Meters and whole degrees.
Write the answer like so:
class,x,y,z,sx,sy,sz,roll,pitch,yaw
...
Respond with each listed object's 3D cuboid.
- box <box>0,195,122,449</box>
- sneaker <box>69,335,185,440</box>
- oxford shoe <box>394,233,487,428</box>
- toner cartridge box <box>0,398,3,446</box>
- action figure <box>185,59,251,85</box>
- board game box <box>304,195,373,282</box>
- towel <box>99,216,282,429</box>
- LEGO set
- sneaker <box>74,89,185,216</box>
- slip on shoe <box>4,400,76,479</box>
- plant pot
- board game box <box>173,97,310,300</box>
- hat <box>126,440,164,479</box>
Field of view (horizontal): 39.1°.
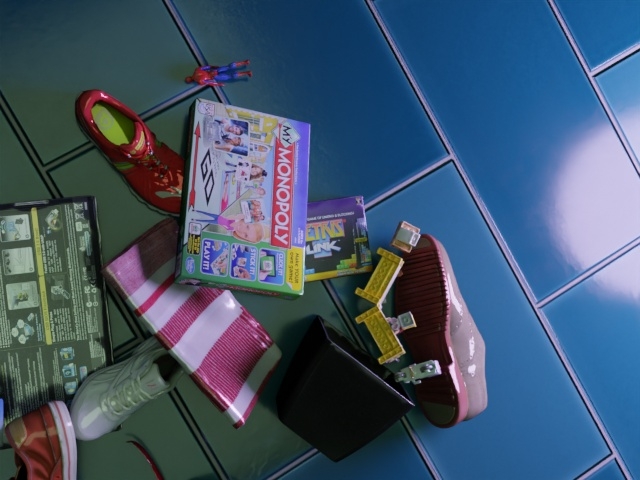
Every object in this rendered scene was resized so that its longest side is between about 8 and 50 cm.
class,x,y,z,sx,sy,sz,roll,pitch,yaw
box,-0.504,0.137,1.467,0.318,0.097,0.394,-7,90,-16
sneaker,-0.294,0.227,1.421,0.232,0.115,0.090,-43,109,-28
oxford shoe,0.227,0.160,1.651,0.130,0.123,0.348,-3,85,-43
toner cartridge box,-0.655,0.269,1.309,0.348,0.165,0.075,-1,89,21
action figure,-0.181,-0.293,1.593,0.115,0.030,0.038,-10,85,-9
board game box,0.000,0.000,1.616,0.170,0.048,0.141,-9,91,-14
towel,-0.198,0.125,1.481,0.037,0.237,0.329,-36,98,24
LEGO set,0.132,0.116,1.608,0.132,0.107,0.286,-9,74,10
sneaker,-0.305,-0.143,1.512,0.279,0.118,0.107,42,80,-9
slip on shoe,-0.438,0.393,1.409,0.101,0.123,0.331,-11,126,-27
plant pot,0.023,0.264,1.553,0.188,0.187,0.167,40,92,-10
board game box,-0.127,-0.069,1.520,0.214,0.046,0.317,10,69,-22
hat,-0.220,0.451,1.560,0.173,0.183,0.208,-15,130,-34
